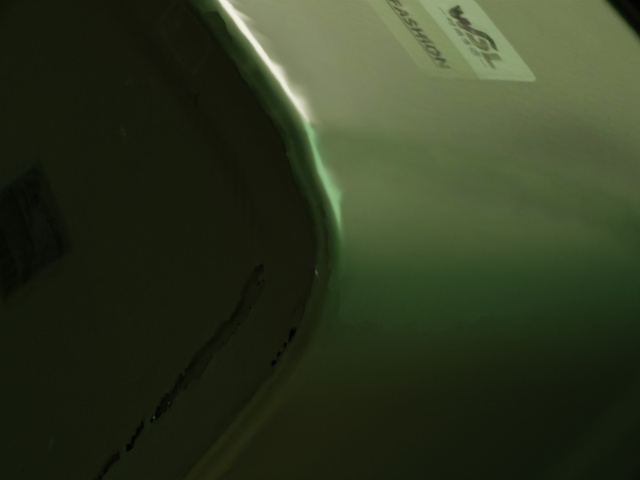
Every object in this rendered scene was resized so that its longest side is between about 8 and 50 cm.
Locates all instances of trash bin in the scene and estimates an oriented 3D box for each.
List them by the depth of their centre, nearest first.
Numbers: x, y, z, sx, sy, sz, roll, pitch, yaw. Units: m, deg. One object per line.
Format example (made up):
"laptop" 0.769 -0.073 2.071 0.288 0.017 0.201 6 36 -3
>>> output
"trash bin" 0.000 0.000 0.600 0.250 0.219 0.220 -2 47 -52
